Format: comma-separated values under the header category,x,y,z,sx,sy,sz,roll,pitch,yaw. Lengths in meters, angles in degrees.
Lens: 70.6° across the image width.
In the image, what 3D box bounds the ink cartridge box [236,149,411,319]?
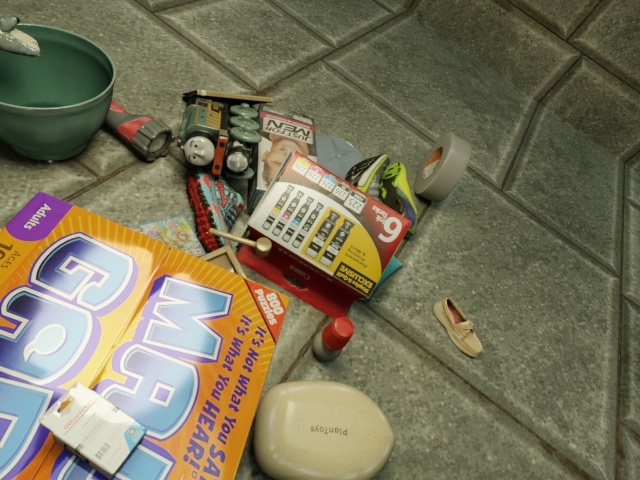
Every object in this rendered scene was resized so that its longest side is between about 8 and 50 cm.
category,x,y,z,sx,sy,sz,roll,pitch,yaw
ink cartridge box,0.000,0.000,1.035,0.310,0.130,0.271,31,79,-2

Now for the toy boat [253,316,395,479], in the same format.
category,x,y,z,sx,sy,sz,roll,pitch,yaw
toy boat,0.014,0.311,0.880,0.268,0.148,0.318,15,56,-10

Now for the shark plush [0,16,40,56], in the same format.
category,x,y,z,sx,sy,sz,roll,pitch,yaw
shark plush,-0.642,-0.388,0.876,0.161,0.073,0.067,-13,88,-36

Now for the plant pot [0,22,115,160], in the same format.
category,x,y,z,sx,sy,sz,roll,pitch,yaw
plant pot,-0.606,-0.301,0.986,0.293,0.196,0.293,12,48,-14

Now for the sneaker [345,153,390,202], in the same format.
category,x,y,z,sx,sy,sz,roll,pitch,yaw
sneaker,0.129,-0.140,1.313,0.121,0.111,0.300,51,54,-26

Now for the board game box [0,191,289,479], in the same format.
category,x,y,z,sx,sy,sz,roll,pitch,yaw
board game box,-0.303,0.232,0.608,0.357,0.356,0.356,25,47,-9

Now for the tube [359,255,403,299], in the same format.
category,x,y,z,sx,sy,sz,roll,pitch,yaw
tube,0.148,0.081,1.188,0.080,0.052,0.207,47,43,5

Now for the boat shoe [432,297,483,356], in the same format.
category,x,y,z,sx,sy,sz,roll,pitch,yaw
boat shoe,0.364,0.223,1.176,0.063,0.059,0.170,-23,68,-39

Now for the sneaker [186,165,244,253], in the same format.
category,x,y,z,sx,sy,sz,roll,pitch,yaw
sneaker,-0.232,-0.078,1.074,0.125,0.104,0.261,-2,55,-32

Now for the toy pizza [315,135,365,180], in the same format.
category,x,y,z,sx,sy,sz,roll,pitch,yaw
toy pizza,0.050,-0.250,1.411,0.201,0.032,0.201,14,49,-16

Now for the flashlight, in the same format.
category,x,y,z,sx,sy,sz,roll,pitch,yaw
flashlight,-0.508,-0.327,1.132,0.304,0.103,0.103,40,20,8

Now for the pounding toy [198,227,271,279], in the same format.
category,x,y,z,sx,sy,sz,roll,pitch,yaw
pounding toy,-0.195,0.067,0.952,0.206,0.094,0.181,-25,66,-18

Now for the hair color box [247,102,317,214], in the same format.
category,x,y,z,sx,sy,sz,roll,pitch,yaw
hair color box,-0.103,-0.217,1.253,0.174,0.105,0.347,11,51,-20

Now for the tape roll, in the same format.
category,x,y,z,sx,sy,sz,roll,pitch,yaw
tape roll,0.388,-0.233,1.447,0.072,0.219,0.219,26,46,-9

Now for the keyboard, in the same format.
category,x,y,z,sx,sy,sz,roll,pitch,yaw
keyboard,-0.133,-0.096,1.059,0.014,0.072,0.255,30,87,-8

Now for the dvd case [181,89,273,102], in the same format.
category,x,y,z,sx,sy,sz,roll,pitch,yaw
dvd case,-0.270,-0.414,1.311,0.221,0.018,0.165,-5,15,-30

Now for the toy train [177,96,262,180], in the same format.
category,x,y,z,sx,sy,sz,roll,pitch,yaw
toy train,-0.257,-0.265,1.147,0.190,0.142,0.333,9,31,-17

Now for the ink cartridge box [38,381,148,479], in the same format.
category,x,y,z,sx,sy,sz,roll,pitch,yaw
ink cartridge box,-0.215,0.179,0.428,0.083,0.028,0.048,36,46,0

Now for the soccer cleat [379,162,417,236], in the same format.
category,x,y,z,sx,sy,sz,roll,pitch,yaw
soccer cleat,0.243,-0.128,1.396,0.121,0.094,0.289,44,33,-34

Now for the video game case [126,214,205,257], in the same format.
category,x,y,z,sx,sy,sz,roll,pitch,yaw
video game case,-0.355,0.008,0.999,0.166,0.015,0.119,-18,64,-37
